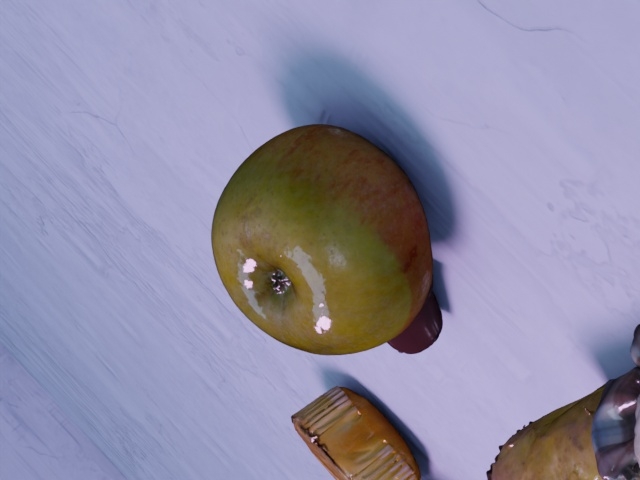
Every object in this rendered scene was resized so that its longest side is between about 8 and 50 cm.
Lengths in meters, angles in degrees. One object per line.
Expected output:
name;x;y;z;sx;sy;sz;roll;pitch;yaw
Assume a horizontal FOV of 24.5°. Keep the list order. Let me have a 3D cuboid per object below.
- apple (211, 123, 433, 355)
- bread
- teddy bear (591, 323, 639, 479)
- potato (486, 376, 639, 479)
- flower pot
apple;0.000;0.000;1.592;0.261;0.194;0.260;23;129;32
bread;0.055;0.294;2.076;0.190;0.114;0.132;52;168;16
teddy bear;0.324;0.127;1.101;0.362;0.327;0.375;24;180;33
potato;0.321;0.231;1.411;0.229;0.229;0.266;48;152;4
flower pot;0.096;0.079;1.705;0.111;0.111;0.089;26;163;42
